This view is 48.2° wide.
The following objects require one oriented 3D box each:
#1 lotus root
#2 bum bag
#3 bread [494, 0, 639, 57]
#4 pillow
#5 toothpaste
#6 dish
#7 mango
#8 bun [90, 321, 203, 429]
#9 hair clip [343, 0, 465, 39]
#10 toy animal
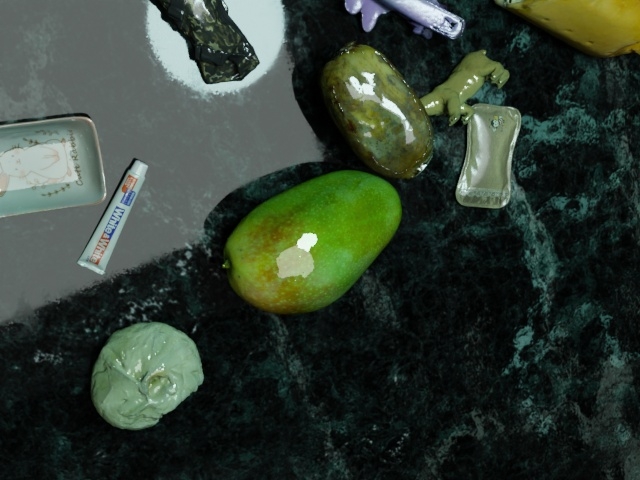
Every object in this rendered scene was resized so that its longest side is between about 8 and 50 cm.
[{"bbox_3d":[0.105,-0.238,1.342,0.160,0.152,0.275,-39,103,-5],"label":"lotus root"},{"bbox_3d":[-0.202,-0.382,1.245,0.102,0.069,0.248,-23,117,12],"label":"bum bag"},{"bbox_3d":[0.580,-0.552,1.384,0.394,0.250,0.361,20,96,-23],"label":"bread"},{"bbox_3d":[0.356,-0.176,1.506,0.130,0.033,0.218,4,100,-15],"label":"pillow"},{"bbox_3d":[-0.368,-0.042,1.286,0.052,0.033,0.218,26,97,-18],"label":"toothpaste"},{"bbox_3d":[-0.478,-0.126,1.202,0.212,0.077,0.151,-10,107,-17],"label":"dish"},{"bbox_3d":[0.000,0.000,1.337,0.381,0.201,0.225,-28,88,-23],"label":"mango"},{"bbox_3d":[-0.316,0.260,1.320,0.203,0.126,0.213,15,97,-20],"label":"bun"},{"bbox_3d":[0.135,-0.448,1.347,0.278,0.090,0.137,23,107,-15],"label":"hair clip"},{"bbox_3d":[0.275,-0.299,1.428,0.101,0.103,0.219,43,87,13],"label":"toy animal"}]
